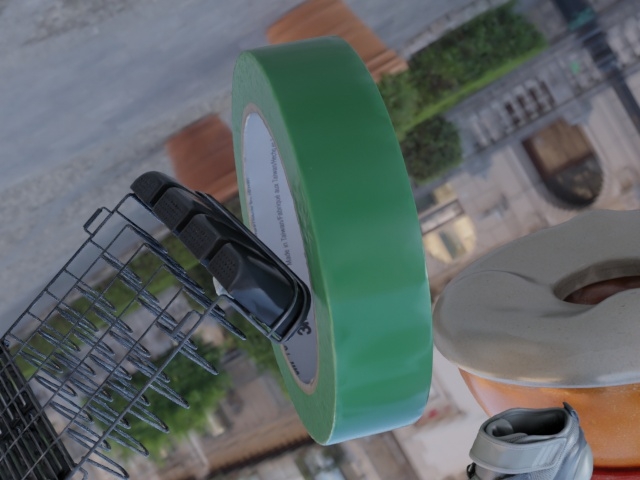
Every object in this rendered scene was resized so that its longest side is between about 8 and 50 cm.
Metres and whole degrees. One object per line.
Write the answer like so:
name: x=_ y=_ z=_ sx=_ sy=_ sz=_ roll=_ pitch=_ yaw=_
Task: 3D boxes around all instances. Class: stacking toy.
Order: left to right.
stacking toy: x=0.321 y=0.229 z=1.085 sx=0.351 sy=0.479 sz=0.350 roll=-14 pitch=-164 yaw=4

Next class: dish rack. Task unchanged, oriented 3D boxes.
dish rack: x=-0.157 y=0.083 z=0.845 sx=0.271 sy=0.074 sz=0.208 roll=-49 pitch=-141 yaw=0

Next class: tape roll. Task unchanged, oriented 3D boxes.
tape roll: x=0.000 y=0.000 z=0.915 sx=0.077 sy=0.321 sz=0.321 roll=-12 pitch=176 yaw=-12

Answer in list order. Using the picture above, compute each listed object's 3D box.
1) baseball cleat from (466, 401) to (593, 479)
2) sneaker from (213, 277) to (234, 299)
baseball cleat: x=0.111 y=0.193 z=0.828 sx=0.206 sy=0.109 sz=0.072 roll=-39 pitch=-141 yaw=-19
sneaker: x=-0.008 y=0.054 z=1.192 sx=0.212 sy=0.080 sz=0.094 roll=3 pitch=-161 yaw=3
